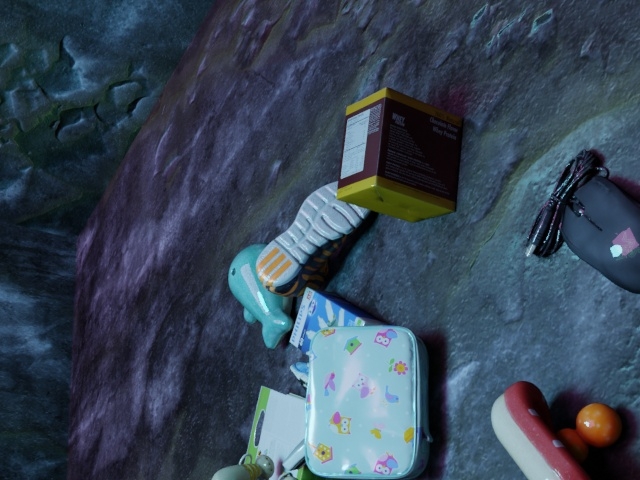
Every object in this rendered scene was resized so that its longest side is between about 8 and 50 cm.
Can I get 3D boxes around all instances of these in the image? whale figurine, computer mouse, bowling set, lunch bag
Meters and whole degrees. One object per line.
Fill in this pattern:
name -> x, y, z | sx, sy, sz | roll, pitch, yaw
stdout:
whale figurine -> -0.143, 0.126, 1.945 | 0.216, 0.141, 0.272 | -51, 38, 34
computer mouse -> 0.403, -0.017, 1.169 | 0.189, 0.072, 0.272 | -65, 31, 14
bowling set -> -0.061, 0.529, 1.496 | 0.200, 0.154, 0.287 | -27, 77, 39
lunch bag -> 0.089, 0.294, 1.434 | 0.224, 0.108, 0.279 | -3, 72, 16

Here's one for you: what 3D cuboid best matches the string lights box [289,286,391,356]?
string lights box -> 0.039, 0.198, 1.671 | 0.259, 0.076, 0.133 | 24, 99, 60

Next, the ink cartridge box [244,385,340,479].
ink cartridge box -> -0.052, 0.420, 1.701 | 0.255, 0.097, 0.189 | 0, 77, 60

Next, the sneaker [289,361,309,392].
sneaker -> -0.013, 0.291, 1.747 | 0.073, 0.063, 0.162 | -37, 14, -12

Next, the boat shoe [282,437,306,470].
boat shoe -> 0.027, 0.378, 1.529 | 0.219, 0.070, 0.078 | -39, -3, 2

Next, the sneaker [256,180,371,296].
sneaker -> 0.000, 0.000, 1.785 | 0.321, 0.180, 0.124 | -39, 67, -3

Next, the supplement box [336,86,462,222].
supplement box -> 0.152, -0.158, 1.535 | 0.129, 0.191, 0.194 | -15, 64, 56

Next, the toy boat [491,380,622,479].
toy boat -> 0.342, 0.278, 1.098 | 0.151, 0.151, 0.231 | -37, 38, 2
